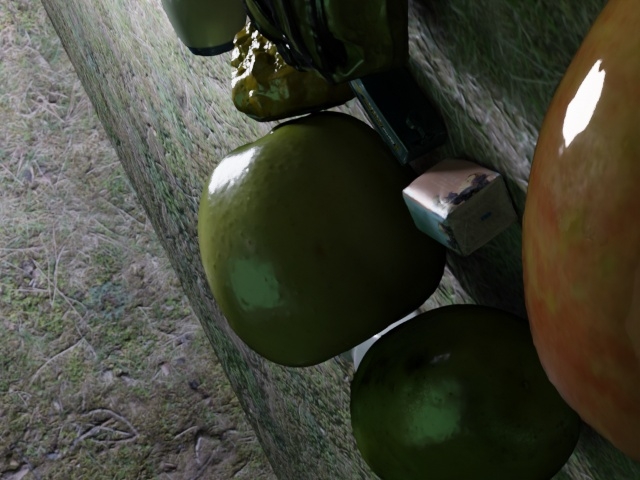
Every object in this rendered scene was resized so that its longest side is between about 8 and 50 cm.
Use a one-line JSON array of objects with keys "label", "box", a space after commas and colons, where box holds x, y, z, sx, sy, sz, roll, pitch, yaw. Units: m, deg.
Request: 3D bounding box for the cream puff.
[{"label": "cream puff", "box": [-0.031, -0.189, 1.495, 0.146, 0.146, 0.116, 160, 96, -76]}]

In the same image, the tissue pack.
[{"label": "tissue pack", "box": [0.131, -0.034, 1.327, 0.059, 0.074, 0.094, 60, 167, -28]}]

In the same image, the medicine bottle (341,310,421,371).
[{"label": "medicine bottle", "box": [0.126, 0.181, 1.696, 0.296, 0.111, 0.161, 48, 160, 35]}]

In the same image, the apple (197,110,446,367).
[{"label": "apple", "box": [0.000, 0.000, 1.479, 0.279, 0.279, 0.279, 55, 165, 22]}]

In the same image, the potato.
[{"label": "potato", "box": [0.144, 0.165, 1.405, 0.216, 0.216, 0.304, 59, 154, 9]}]

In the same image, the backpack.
[{"label": "backpack", "box": [-0.008, -0.256, 1.235, 0.207, 0.140, 0.253, 42, 152, 59]}]

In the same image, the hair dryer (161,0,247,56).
[{"label": "hair dryer", "box": [-0.167, -0.406, 1.643, 0.296, 0.119, 0.298, 89, 163, -50]}]

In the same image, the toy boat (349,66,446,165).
[{"label": "toy boat", "box": [0.065, -0.143, 1.375, 0.141, 0.055, 0.060, 58, 159, 11]}]

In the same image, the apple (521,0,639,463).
[{"label": "apple", "box": [0.234, -0.040, 0.700, 0.252, 0.314, 0.309, 18, -165, -37]}]
